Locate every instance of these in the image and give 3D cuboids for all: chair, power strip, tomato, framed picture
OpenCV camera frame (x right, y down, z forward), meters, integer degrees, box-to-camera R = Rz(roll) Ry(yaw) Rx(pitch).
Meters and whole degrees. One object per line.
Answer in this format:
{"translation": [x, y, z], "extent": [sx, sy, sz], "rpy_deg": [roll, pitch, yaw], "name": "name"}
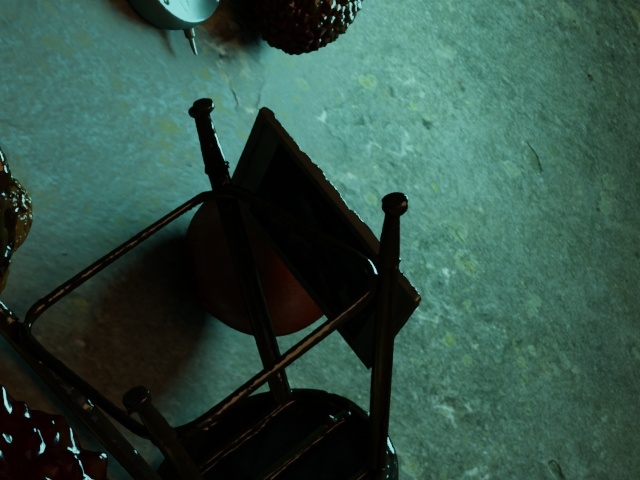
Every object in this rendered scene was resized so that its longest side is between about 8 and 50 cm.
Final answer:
{"translation": [-0.104, 0.147, 1.902], "extent": [0.365, 0.362, 0.410], "rpy_deg": [-37, 131, -23], "name": "chair"}
{"translation": [-0.197, -0.335, 2.198], "extent": [0.216, 0.044, 0.137], "rpy_deg": [60, 38, -27], "name": "power strip"}
{"translation": [-0.071, 0.021, 2.167], "extent": [0.208, 0.184, 0.208], "rpy_deg": [49, 31, -44], "name": "tomato"}
{"translation": [0.000, 0.000, 1.956], "extent": [0.019, 0.209, 0.281], "rpy_deg": [-33, 75, -26], "name": "framed picture"}

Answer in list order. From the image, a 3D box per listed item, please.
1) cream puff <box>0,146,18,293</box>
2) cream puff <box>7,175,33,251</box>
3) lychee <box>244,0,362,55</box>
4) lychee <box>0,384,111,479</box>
{"translation": [-0.407, -0.002, 1.547], "extent": [0.343, 0.231, 0.327], "rpy_deg": [-17, 120, -70], "name": "cream puff"}
{"translation": [-0.359, -0.031, 1.796], "extent": [0.133, 0.104, 0.119], "rpy_deg": [0, 48, -29], "name": "cream puff"}
{"translation": [-0.020, -0.342, 2.361], "extent": [0.188, 0.188, 0.188], "rpy_deg": [21, 65, -53], "name": "lychee"}
{"translation": [-0.340, 0.301, 1.419], "extent": [0.425, 0.500, 0.424], "rpy_deg": [-9, 112, -22], "name": "lychee"}
